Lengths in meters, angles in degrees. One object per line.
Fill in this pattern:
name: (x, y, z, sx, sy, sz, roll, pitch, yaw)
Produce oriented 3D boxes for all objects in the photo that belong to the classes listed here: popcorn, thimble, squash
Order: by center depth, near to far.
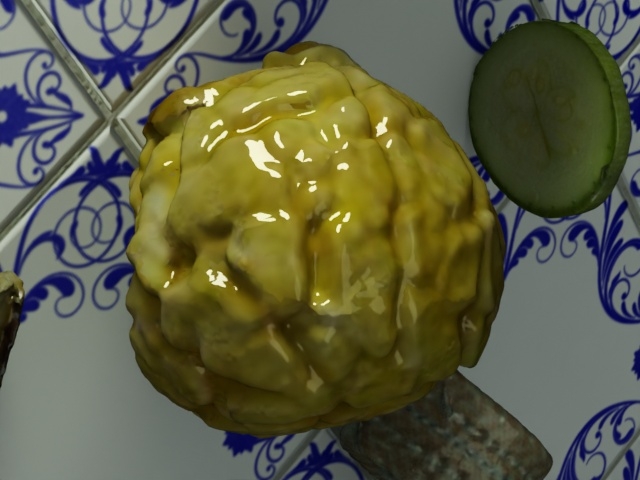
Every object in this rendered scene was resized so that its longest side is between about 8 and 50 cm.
popcorn: (-0.001, 0.003, 1.747, 0.390, 0.354, 0.344, -76, 171, -70)
squash: (0.248, -0.133, 2.030, 0.041, 0.219, 0.219, -9, 113, -37)
thimble: (0.139, 0.238, 2.095, 0.148, 0.196, 0.229, -55, 136, -10)

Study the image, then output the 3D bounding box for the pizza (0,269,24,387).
pizza: (-0.457, 0.211, 1.597, 0.435, 0.080, 0.392, -4, 109, -42)
